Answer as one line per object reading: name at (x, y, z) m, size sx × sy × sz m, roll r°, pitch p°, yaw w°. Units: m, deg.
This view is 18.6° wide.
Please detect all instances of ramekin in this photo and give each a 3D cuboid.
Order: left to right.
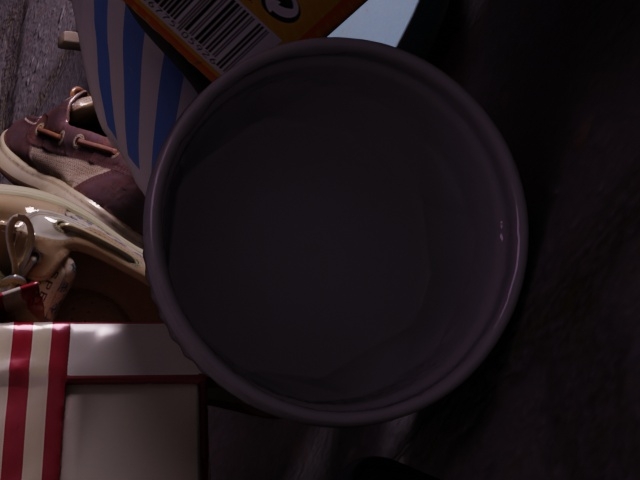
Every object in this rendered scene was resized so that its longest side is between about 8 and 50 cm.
ramekin at (0.000, 0.000, 1.065) m, size 0.109 × 0.207 × 0.207 m, roll 155°, pitch 134°, yaw -74°

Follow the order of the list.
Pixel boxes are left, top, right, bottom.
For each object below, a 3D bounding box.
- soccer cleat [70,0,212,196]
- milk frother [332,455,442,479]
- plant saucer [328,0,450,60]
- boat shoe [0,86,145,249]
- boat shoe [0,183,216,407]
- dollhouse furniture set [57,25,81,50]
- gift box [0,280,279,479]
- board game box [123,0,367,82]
soccer cleat at (-0.064, -0.052, 1.221) m, size 0.143 × 0.116 × 0.331 m, roll -25°, pitch 86°, yaw 58°
milk frother at (0.035, 0.185, 0.874) m, size 0.143 × 0.135 × 0.129 m, roll -62°, pitch 20°, yaw 17°
plant saucer at (-0.004, -0.137, 1.368) m, size 0.317 × 0.044 × 0.317 m, roll -41°, pitch 31°, yaw 31°
boat shoe at (-0.208, -0.075, 1.795) m, size 0.123 × 0.123 × 0.342 m, roll -56°, pitch 22°, yaw 1°
boat shoe at (-0.151, 0.040, 1.273) m, size 0.104 × 0.285 × 0.089 m, roll -68°, pitch 23°, yaw 13°
dollhouse furniture set at (-0.169, -0.393, 2.016) m, size 0.201 × 0.152 × 0.374 m, roll -25°, pitch 64°, yaw 61°
gift box at (-0.159, 0.196, 1.173) m, size 0.255 × 0.276 × 0.258 m, roll 100°, pitch 169°, yaw -47°
board game box at (-0.004, -0.365, 1.059) m, size 0.356 × 0.356 × 0.356 m, roll -53°, pitch 10°, yaw -33°
